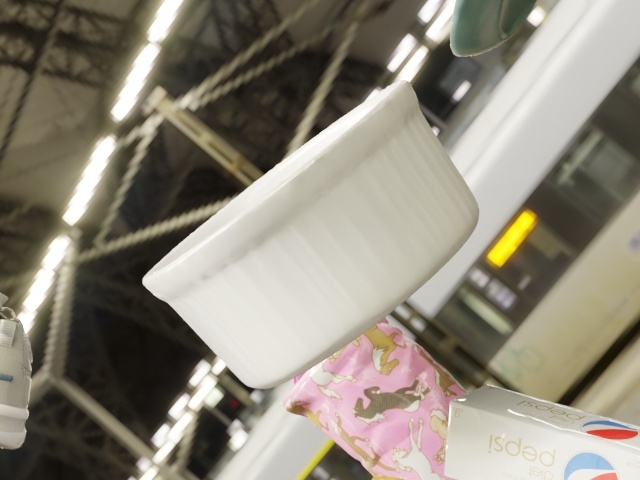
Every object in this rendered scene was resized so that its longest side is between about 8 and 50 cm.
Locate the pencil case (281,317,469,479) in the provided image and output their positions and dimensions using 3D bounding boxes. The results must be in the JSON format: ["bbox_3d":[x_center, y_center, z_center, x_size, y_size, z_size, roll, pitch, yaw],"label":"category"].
[{"bbox_3d":[0.136,0.248,1.639,0.167,0.386,0.160,-48,-9,15],"label":"pencil case"}]

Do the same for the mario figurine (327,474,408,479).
[{"bbox_3d":[0.004,0.326,1.050,0.198,0.170,0.321,72,-155,-69],"label":"mario figurine"}]

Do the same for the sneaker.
[{"bbox_3d":[-0.295,0.097,1.305,0.281,0.105,0.115,19,92,63],"label":"sneaker"}]

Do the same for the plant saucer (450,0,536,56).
[{"bbox_3d":[0.227,-0.337,1.592,0.318,0.043,0.317,-59,-14,-24],"label":"plant saucer"}]

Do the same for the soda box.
[{"bbox_3d":[0.214,0.188,1.269,0.069,0.216,0.074,-14,-68,-51],"label":"soda box"}]

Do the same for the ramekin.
[{"bbox_3d":[0.000,0.000,1.243,0.277,0.135,0.277,-37,6,5],"label":"ramekin"}]
